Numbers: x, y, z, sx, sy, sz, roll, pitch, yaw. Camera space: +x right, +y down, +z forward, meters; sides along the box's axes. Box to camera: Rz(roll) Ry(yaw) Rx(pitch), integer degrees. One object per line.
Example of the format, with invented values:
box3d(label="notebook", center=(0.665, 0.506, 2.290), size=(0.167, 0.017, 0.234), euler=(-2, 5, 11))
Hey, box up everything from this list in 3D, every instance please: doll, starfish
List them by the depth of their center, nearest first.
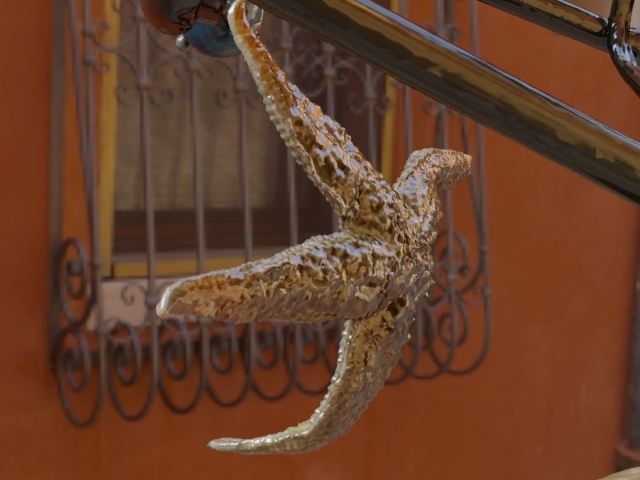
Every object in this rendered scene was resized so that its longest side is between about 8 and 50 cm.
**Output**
box3d(label="starfish", center=(0.008, 0.003, 0.935), size=(0.132, 0.398, 0.384), euler=(5, -24, 43))
box3d(label="doll", center=(-0.109, -0.238, 1.072), size=(0.085, 0.114, 0.152), euler=(26, 14, -38))

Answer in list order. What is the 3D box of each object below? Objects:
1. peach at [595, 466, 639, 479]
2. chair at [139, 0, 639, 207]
box3d(label="peach", center=(0.208, 0.283, 0.531), size=(0.314, 0.316, 0.281), euler=(21, 7, 12))
box3d(label="chair", center=(0.142, -0.209, 0.500), size=(0.410, 0.365, 0.362), euler=(11, 29, -11))
